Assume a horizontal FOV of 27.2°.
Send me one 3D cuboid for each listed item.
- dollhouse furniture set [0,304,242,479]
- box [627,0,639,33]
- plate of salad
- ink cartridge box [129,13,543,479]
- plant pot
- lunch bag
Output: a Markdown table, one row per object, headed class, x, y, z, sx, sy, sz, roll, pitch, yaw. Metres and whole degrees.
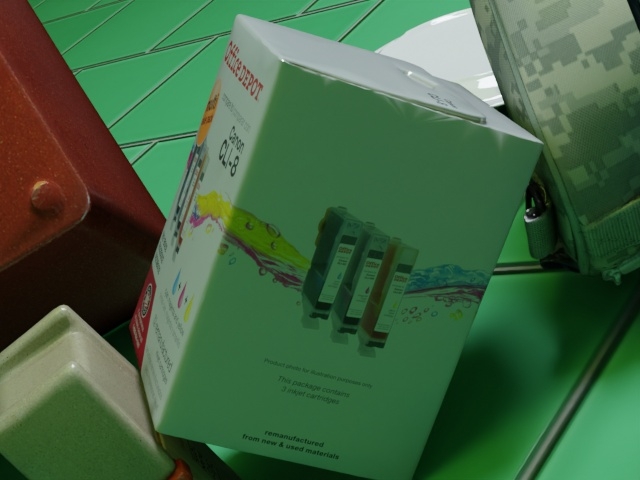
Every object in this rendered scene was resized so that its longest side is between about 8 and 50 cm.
| class | x | y | z | sx | sy | sz | roll | pitch | yaw |
| --- | --- | --- | --- | --- | --- | --- | --- | --- | --- |
| dollhouse furniture set | -0.169 | 0.168 | 0.615 | 0.259 | 0.135 | 0.262 | -40 | 23 | 1 |
| box | 0.206 | -0.070 | 0.522 | 0.136 | 0.225 | 0.036 | -22 | 24 | 12 |
| plate of salad | 0.114 | -0.125 | 0.964 | 0.200 | 0.048 | 0.200 | -13 | 27 | 7 |
| ink cartridge box | 0.000 | 0.000 | 0.624 | 0.128 | 0.127 | 0.176 | -125 | 54 | -68 |
| plant pot | -0.251 | -0.030 | 0.795 | 0.267 | 0.267 | 0.236 | -32 | -1 | -9 |
| lunch bag | 0.222 | -0.134 | 0.662 | 0.305 | 0.212 | 0.256 | -21 | 47 | 15 |
